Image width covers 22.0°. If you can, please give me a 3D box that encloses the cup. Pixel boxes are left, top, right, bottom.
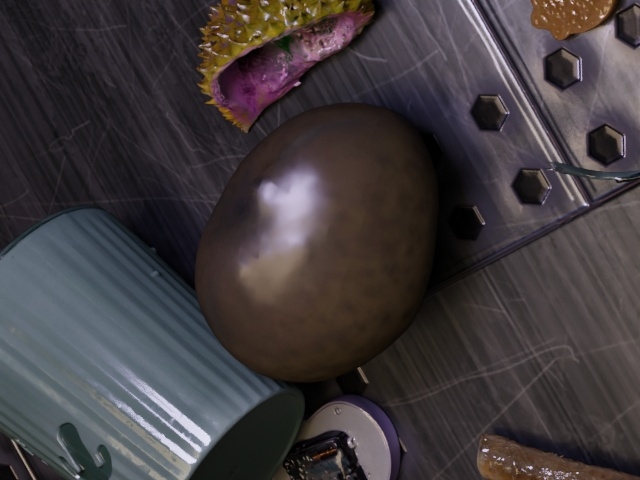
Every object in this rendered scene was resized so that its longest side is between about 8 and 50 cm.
[{"bbox_3d":[-0.235,0.186,2.125,0.392,0.401,0.310,37,91,21],"label":"cup"}]

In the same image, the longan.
[{"bbox_3d":[0.000,0.000,1.932,0.288,0.288,0.350,30,109,20],"label":"longan"}]

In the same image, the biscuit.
[{"bbox_3d":[0.283,-0.314,1.808,0.133,0.027,0.184,-5,104,31],"label":"biscuit"}]

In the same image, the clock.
[{"bbox_3d":[0.015,0.299,2.135,0.198,0.064,0.172,-23,92,35],"label":"clock"}]

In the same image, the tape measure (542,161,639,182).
[{"bbox_3d":[0.385,-0.164,1.757,0.330,0.084,0.164,-16,94,32],"label":"tape measure"}]

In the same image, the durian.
[{"bbox_3d":[-0.065,-0.248,1.965,0.260,0.186,0.153,-36,92,20],"label":"durian"}]

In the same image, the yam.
[{"bbox_3d":[0.323,0.294,1.951,0.300,0.066,0.066,15,112,26],"label":"yam"}]
